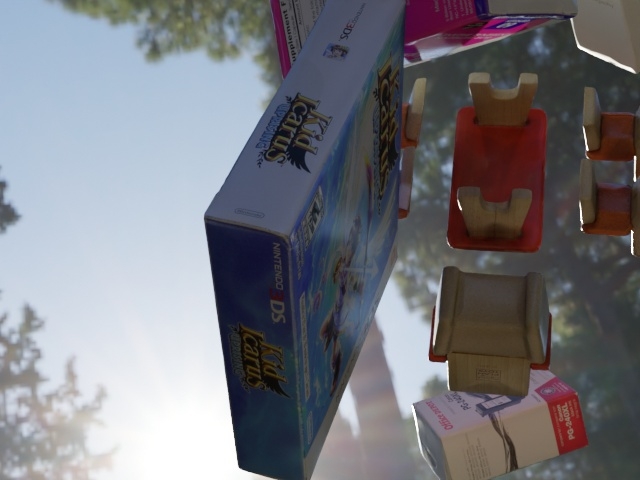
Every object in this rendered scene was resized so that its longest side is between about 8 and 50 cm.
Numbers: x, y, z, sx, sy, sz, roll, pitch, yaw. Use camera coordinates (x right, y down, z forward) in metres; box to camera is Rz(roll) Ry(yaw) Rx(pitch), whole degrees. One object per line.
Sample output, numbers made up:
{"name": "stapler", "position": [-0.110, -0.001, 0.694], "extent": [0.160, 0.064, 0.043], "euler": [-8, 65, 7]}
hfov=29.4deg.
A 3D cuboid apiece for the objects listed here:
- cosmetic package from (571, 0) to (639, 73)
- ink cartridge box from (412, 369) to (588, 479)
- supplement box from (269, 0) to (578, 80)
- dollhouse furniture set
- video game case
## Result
{"name": "cosmetic package", "position": [0.281, -0.283, 1.129], "extent": [0.117, 0.085, 0.231], "euler": [-41, -44, -14]}
{"name": "ink cartridge box", "position": [0.181, 0.189, 1.253], "extent": [0.150, 0.109, 0.063], "euler": [-16, -76, -8]}
{"name": "supplement box", "position": [0.071, -0.200, 0.942], "extent": [0.111, 0.114, 0.220], "euler": [-10, 2, -43]}
{"name": "dollhouse furniture set", "position": [0.152, -0.011, 1.062], "extent": [0.262, 0.259, 0.135], "euler": [4, -29, 10]}
{"name": "video game case", "position": [0.000, 0.000, 0.875], "extent": [0.061, 0.244, 0.270], "euler": [12, -42, 13]}
